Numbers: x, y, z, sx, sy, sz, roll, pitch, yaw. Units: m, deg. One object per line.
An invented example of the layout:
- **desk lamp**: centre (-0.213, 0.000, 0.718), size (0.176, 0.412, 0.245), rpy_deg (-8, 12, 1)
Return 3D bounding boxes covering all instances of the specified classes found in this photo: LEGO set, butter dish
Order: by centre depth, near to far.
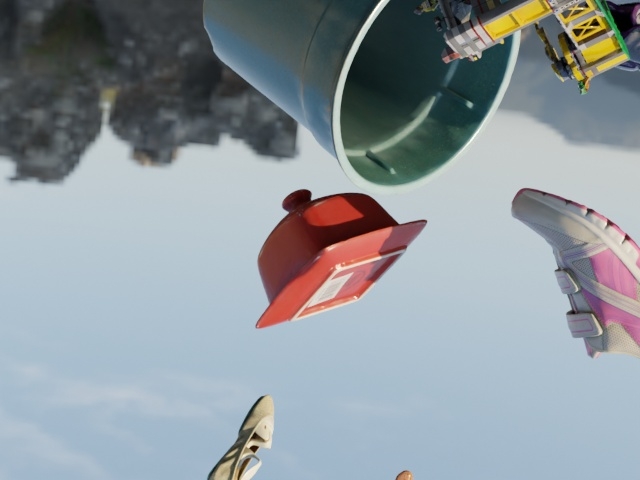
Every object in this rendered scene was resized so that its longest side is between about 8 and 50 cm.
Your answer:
- **butter dish**: centre (0.000, 0.000, 1.515), size (0.160, 0.118, 0.160), rpy_deg (-16, 158, -41)
- **LEGO set**: centre (0.203, -0.315, 1.704), size (0.192, 0.331, 0.255), rpy_deg (-25, 162, 17)

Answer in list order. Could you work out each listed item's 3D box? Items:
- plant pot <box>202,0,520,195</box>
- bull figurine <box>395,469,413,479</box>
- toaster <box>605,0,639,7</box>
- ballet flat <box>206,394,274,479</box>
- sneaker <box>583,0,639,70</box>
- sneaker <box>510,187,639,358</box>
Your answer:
- **plant pot**: centre (0.037, -0.287, 2.000), size (0.341, 0.341, 0.334), rpy_deg (0, -152, -47)
- **bull figurine**: centre (0.021, 0.336, 1.437), size (0.188, 0.101, 0.310), rpy_deg (-1, -152, -2)
- **toaster**: centre (0.465, -0.345, 1.929), size (0.146, 0.129, 0.227), rpy_deg (-23, -168, -12)
- **ballet flat**: centre (-0.097, 0.292, 2.057), size (0.052, 0.168, 0.057), rpy_deg (19, 148, 24)
- **sneaker**: centre (0.416, -0.235, 1.743), size (0.223, 0.083, 0.098), rpy_deg (16, 164, 40)
- **sneaker**: centre (0.269, 0.050, 1.385), size (0.252, 0.111, 0.103), rpy_deg (42, -171, 12)
